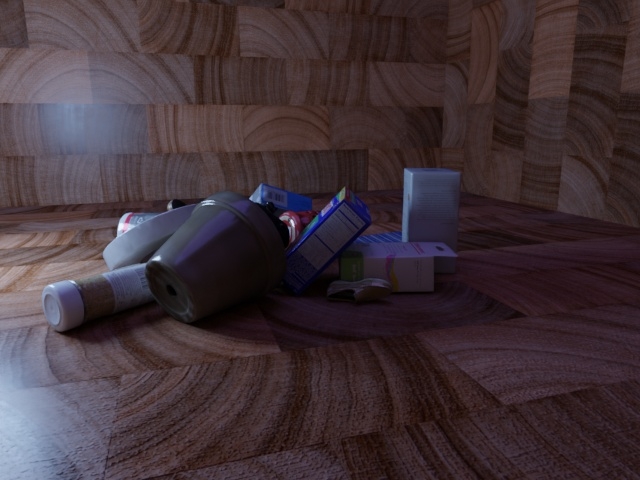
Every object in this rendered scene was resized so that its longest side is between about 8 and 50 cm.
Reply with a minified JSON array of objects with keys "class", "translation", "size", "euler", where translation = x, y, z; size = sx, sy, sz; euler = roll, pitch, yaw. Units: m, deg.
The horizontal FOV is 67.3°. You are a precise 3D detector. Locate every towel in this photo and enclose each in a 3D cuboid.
[{"class":"towel","translation":[0.245,0.021,2.006],"size":[0.336,0.040,0.243],"euler":[-7,16,-20]}]

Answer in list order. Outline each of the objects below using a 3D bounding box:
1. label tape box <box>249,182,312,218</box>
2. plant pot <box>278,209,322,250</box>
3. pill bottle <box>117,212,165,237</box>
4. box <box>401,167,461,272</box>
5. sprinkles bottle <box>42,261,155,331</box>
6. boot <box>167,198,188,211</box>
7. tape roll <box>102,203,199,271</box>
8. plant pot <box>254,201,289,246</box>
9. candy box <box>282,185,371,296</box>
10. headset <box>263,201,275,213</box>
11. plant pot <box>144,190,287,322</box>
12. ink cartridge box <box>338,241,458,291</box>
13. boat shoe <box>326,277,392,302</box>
[{"class":"label tape box","translation":[-0.219,-0.089,2.079],"size":[0.240,0.106,0.333],"euler":[15,-35,-27]},{"class":"plant pot","translation":[-0.064,-0.017,1.767],"size":[0.174,0.191,0.191],"euler":[-1,10,-38]},{"class":"pill bottle","translation":[-0.602,-0.021,1.875],"size":[0.318,0.176,0.176],"euler":[1,13,6]},{"class":"box","translation":[0.385,-0.077,1.708],"size":[0.168,0.345,0.215],"euler":[1,13,3]},{"class":"sprinkles bottle","translation":[-0.550,0.137,1.311],"size":[0.121,0.121,0.355],"euler":[9,15,36]},{"class":"boot","translation":[-0.591,-0.071,2.050],"size":[0.115,0.112,0.305],"euler":[-10,-27,8]},{"class":"tape roll","translation":[-0.504,0.003,1.572],"size":[0.392,0.072,0.392],"euler":[-28,-7,-4]},{"class":"plant pot","translation":[-0.204,-0.011,1.504],"size":[0.187,0.188,0.167],"euler":[-53,0,-28]},{"class":"candy box","translation":[0.010,-0.007,1.514],"size":[0.122,0.317,0.268],"euler":[44,12,-6]},{"class":"headset","translation":[-0.282,-0.002,1.765],"size":[0.243,0.185,0.394],"euler":[8,27,31]},{"class":"plant pot","translation":[-0.299,0.069,1.298],"size":[0.323,0.323,0.280],"euler":[9,33,35]},{"class":"ink cartridge box","translation":[0.236,0.082,1.526],"size":[0.353,0.119,0.207],"euler":[-1,12,1]},{"class":"boat shoe","translation":[0.110,0.153,1.374],"size":[0.190,0.068,0.072],"euler":[-6,23,18]}]
